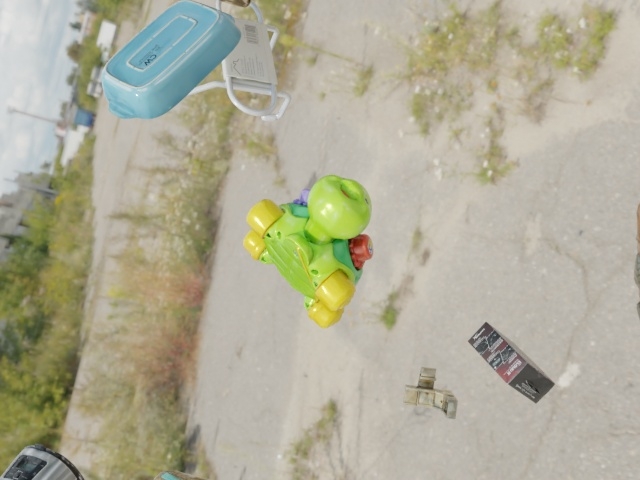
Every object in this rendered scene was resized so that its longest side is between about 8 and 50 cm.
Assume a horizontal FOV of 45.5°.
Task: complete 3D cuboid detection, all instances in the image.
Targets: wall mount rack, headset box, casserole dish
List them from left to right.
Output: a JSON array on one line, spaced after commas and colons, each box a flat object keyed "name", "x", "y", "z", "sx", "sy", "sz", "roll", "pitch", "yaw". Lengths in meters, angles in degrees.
[{"name": "casserole dish", "x": -0.177, "y": -0.217, "z": 0.885, "sx": 0.114, "sy": 0.037, "sz": 0.188, "roll": 29, "pitch": 69, "yaw": 32}, {"name": "wall mount rack", "x": -0.227, "y": -0.386, "z": 1.672, "sx": 0.130, "sy": 0.304, "sz": 0.350, "roll": 128, "pitch": 139, "yaw": -50}, {"name": "headset box", "x": 0.203, "y": 0.131, "z": 0.805, "sx": 0.032, "sy": 0.062, "sz": 0.083, "roll": -49, "pitch": 38, "yaw": 9}]

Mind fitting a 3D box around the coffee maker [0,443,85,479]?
[{"name": "coffee maker", "x": -0.308, "y": 0.320, "z": 0.754, "sx": 0.178, "sy": 0.120, "sz": 0.171, "roll": -43, "pitch": -30, "yaw": -47}]

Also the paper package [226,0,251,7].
[{"name": "paper package", "x": -0.243, "y": -0.654, "z": 1.479, "sx": 0.168, "sy": 0.324, "sz": 0.310, "roll": -85, "pitch": 17, "yaw": -80}]

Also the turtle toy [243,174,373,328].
[{"name": "turtle toy", "x": 0.000, "y": 0.000, "z": 0.534, "sx": 0.066, "sy": 0.095, "sz": 0.130, "roll": -41, "pitch": -10, "yaw": -20}]

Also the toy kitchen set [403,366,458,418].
[{"name": "toy kitchen set", "x": 0.193, "y": 0.264, "z": 1.334, "sx": 0.075, "sy": 0.083, "sz": 0.068, "roll": -96, "pitch": 13, "yaw": -87}]

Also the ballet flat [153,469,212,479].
[{"name": "ballet flat", "x": -0.175, "y": 0.440, "z": 1.047, "sx": 0.124, "sy": 0.116, "sz": 0.342, "roll": 24, "pitch": 133, "yaw": 36}]

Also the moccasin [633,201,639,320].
[{"name": "moccasin", "x": 0.371, "y": -0.001, "z": 0.410, "sx": 0.139, "sy": 0.380, "sz": 0.147, "roll": -34, "pitch": -62, "yaw": -67}]
